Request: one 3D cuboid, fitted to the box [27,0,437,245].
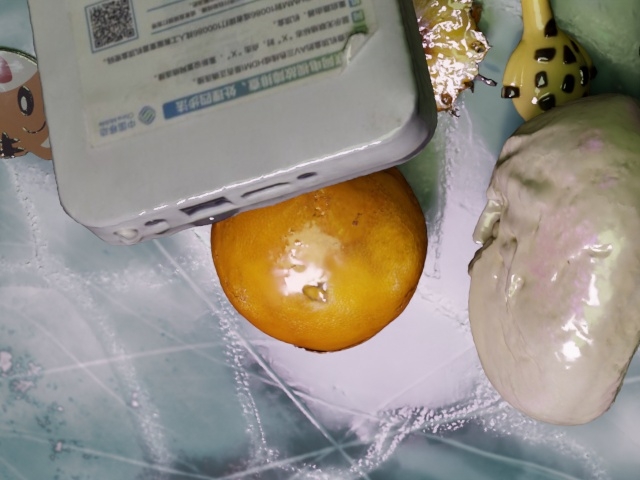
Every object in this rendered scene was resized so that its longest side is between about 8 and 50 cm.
[{"bbox_3d":[-0.103,-0.222,1.645,0.396,0.111,0.396,-16,72,15],"label":"box"}]

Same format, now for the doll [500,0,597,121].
[{"bbox_3d":[0.230,-0.248,1.679,0.117,0.086,0.291,-18,105,-27],"label":"doll"}]

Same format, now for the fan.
[{"bbox_3d":[-0.379,-0.197,1.837,0.152,0.008,0.227,-5,108,12],"label":"fan"}]

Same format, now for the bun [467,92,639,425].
[{"bbox_3d":[0.260,0.003,1.629,0.213,0.361,0.361,24,110,10],"label":"bun"}]

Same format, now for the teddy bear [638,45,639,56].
[{"bbox_3d":[0.368,-0.289,1.624,0.171,0.144,0.251,-25,92,-15],"label":"teddy bear"}]

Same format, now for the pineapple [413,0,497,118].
[{"bbox_3d":[0.092,-0.220,1.735,0.221,0.047,0.221,4,111,10],"label":"pineapple"}]

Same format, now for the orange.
[{"bbox_3d":[0.000,0.000,1.722,0.240,0.240,0.240,3,108,9],"label":"orange"}]
